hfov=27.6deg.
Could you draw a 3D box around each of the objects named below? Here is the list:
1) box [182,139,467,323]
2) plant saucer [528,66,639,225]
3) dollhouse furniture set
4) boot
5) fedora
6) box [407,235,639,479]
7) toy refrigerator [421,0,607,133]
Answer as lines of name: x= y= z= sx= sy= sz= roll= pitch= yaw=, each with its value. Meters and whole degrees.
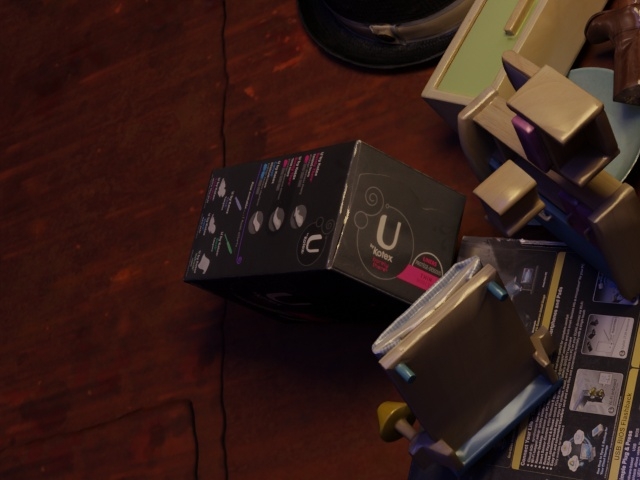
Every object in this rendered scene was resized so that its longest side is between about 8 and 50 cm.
box: x=0.000 y=0.000 z=1.412 sx=0.270 sy=0.165 sz=0.143 roll=-7 pitch=65 yaw=52
plant saucer: x=0.264 y=-0.093 z=1.386 sx=0.195 sy=0.037 sz=0.195 roll=-23 pitch=48 yaw=28
dollhouse furniture set: x=0.113 y=0.015 z=1.180 sx=0.303 sy=0.286 sz=0.198 roll=-42 pitch=49 yaw=-6
boot: x=0.308 y=-0.186 z=1.357 sx=0.106 sy=0.037 sz=0.114 roll=135 pitch=137 yaw=-68
fedora: x=0.080 y=-0.370 z=1.570 sx=0.334 sy=0.152 sz=0.334 roll=-14 pitch=63 yaw=28
box: x=0.247 y=0.198 z=1.246 sx=0.318 sy=0.097 sz=0.395 roll=3 pitch=71 yaw=34
toy refrigerator: x=0.227 y=-0.243 z=1.427 sx=0.102 sy=0.094 sz=0.270 roll=20 pitch=76 yaw=48
